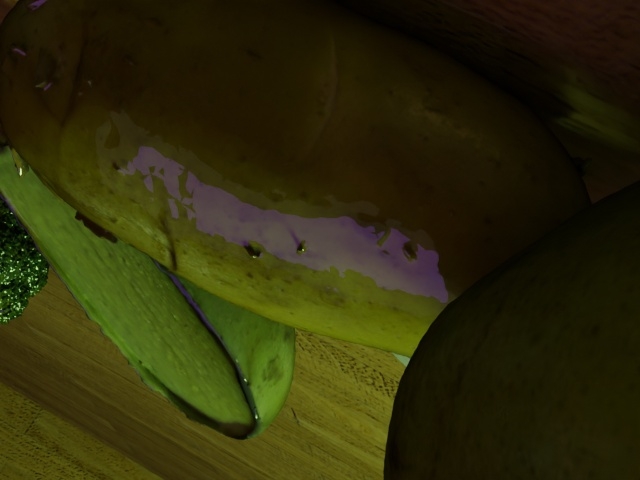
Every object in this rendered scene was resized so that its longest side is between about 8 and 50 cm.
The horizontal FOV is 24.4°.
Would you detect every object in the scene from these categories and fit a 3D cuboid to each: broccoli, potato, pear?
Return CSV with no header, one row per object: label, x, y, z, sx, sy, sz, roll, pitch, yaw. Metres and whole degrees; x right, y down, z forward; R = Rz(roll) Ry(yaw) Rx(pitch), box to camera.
broccoli,-0.291,-0.005,1.274,0.145,0.138,0.162,62,-177,-19
potato,-0.099,0.010,1.027,0.160,0.111,0.271,-7,124,54
pear,0.172,0.089,0.518,0.307,0.253,0.253,1,145,50
potato,-0.017,-0.040,0.697,0.300,0.140,0.173,23,154,12

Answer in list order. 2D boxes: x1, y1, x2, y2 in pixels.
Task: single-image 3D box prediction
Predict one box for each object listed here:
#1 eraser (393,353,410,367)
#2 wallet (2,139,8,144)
eraser,0.099,0.082,1.013,0.122,0.029,0.052,15,156,45
wallet,-0.164,0.011,1.224,0.170,0.069,0.231,22,160,45
